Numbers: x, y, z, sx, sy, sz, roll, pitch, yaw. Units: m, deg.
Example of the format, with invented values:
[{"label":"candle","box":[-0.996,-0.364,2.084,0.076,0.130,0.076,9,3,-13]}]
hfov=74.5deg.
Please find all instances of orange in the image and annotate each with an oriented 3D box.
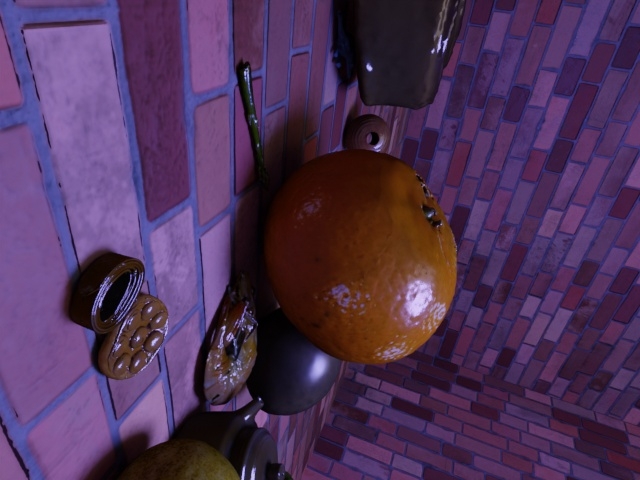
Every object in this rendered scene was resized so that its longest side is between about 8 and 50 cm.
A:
[{"label":"orange","box":[0.090,0.024,0.833,0.424,0.326,0.424,42,34,-37]}]

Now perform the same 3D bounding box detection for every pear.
[{"label":"pear","box":[-0.199,0.378,0.556,0.197,0.197,0.198,16,90,-76]}]

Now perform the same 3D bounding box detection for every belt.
[{"label":"belt","box":[-0.223,0.052,0.439,0.059,0.035,0.083,64,44,-60]}]

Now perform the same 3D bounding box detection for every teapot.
[{"label":"teapot","box":[-0.149,0.412,0.730,0.186,0.175,0.268,51,38,-61]}]

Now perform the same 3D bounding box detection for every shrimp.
[{"label":"shrimp","box":[-0.162,0.180,0.772,0.145,0.061,0.268,-14,122,-63]}]

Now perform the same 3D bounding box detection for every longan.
[{"label":"longan","box":[-0.063,0.264,0.939,0.245,0.215,0.246,-25,130,-34]}]

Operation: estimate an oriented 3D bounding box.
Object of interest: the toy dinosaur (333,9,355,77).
[{"label":"toy dinosaur","box":[0.058,-0.432,0.955,0.197,0.045,0.081,57,40,-67]}]

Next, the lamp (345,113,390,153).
[{"label":"lamp","box":[0.138,-0.299,1.227,0.136,0.136,0.137,16,90,-76]}]

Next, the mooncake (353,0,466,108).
[{"label":"mooncake","box":[0.199,-0.514,0.988,0.394,0.245,0.394,-68,162,-61]}]

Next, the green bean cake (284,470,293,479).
[{"label":"green bean cake","box":[-0.165,0.539,0.836,0.200,0.214,0.113,-34,133,-65]}]

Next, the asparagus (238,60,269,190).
[{"label":"asparagus","box":[-0.104,-0.170,0.677,0.233,0.022,0.023,86,-20,-49]}]

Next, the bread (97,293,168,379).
[{"label":"bread","box":[-0.227,0.118,0.516,0.110,0.024,0.110,15,90,-75]}]
